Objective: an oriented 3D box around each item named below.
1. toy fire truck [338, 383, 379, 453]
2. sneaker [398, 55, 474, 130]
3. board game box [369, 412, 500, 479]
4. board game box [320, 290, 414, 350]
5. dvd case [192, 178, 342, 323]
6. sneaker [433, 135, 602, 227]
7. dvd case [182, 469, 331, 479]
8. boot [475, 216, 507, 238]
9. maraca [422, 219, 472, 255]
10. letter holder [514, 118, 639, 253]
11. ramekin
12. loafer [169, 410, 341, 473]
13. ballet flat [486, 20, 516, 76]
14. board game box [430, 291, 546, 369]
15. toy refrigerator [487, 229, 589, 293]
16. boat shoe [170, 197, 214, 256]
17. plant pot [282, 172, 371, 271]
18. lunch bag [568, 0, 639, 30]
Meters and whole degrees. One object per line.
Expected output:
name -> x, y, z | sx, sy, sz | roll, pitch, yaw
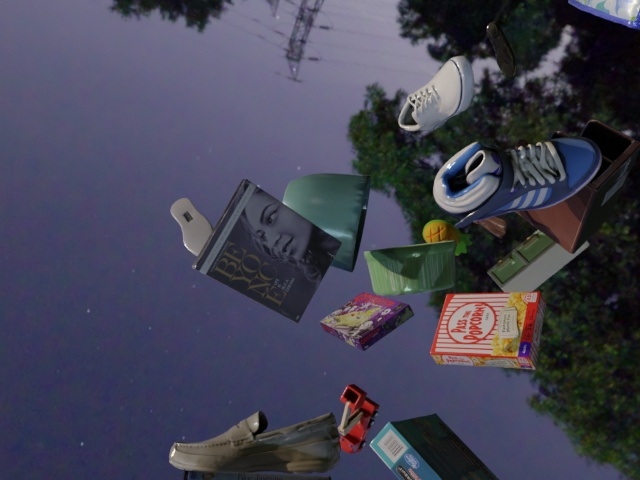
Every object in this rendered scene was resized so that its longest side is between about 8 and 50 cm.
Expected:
toy fire truck -> 0.083, 0.443, 1.433 | 0.047, 0.192, 0.135 | 27, -168, 35
sneaker -> 0.225, -0.275, 1.159 | 0.091, 0.258, 0.094 | -17, -101, -11
board game box -> 0.291, 0.546, 1.401 | 0.254, 0.079, 0.336 | 44, -169, 30
board game box -> 0.146, 0.263, 1.962 | 0.208, 0.056, 0.347 | -28, -169, -17
dvd case -> -0.081, 0.023, 0.975 | 0.221, 0.164, 0.018 | 33, 172, -31
sneaker -> 0.376, -0.132, 1.119 | 0.236, 0.323, 0.130 | 21, -128, -65
dvd case -> -0.118, 0.459, 1.056 | 0.253, 0.180, 0.022 | 5, -129, -7
boot -> 0.421, -0.067, 1.440 | 0.037, 0.106, 0.114 | -31, -130, -27
maraca -> 0.475, -0.011, 2.188 | 0.186, 0.127, 0.099 | 25, -142, 4
letter holder -> 0.570, -0.143, 1.358 | 0.152, 0.302, 0.214 | -43, -119, -10
ramekin -> 0.301, 0.091, 1.914 | 0.304, 0.148, 0.303 | -7, 179, 0
loafer -> -0.122, 0.376, 1.090 | 0.320, 0.112, 0.111 | -3, -104, 1
ballet flat -> 0.547, -0.574, 1.739 | 0.049, 0.057, 0.173 | -27, -83, -44
board game box -> 0.324, 0.172, 1.127 | 0.194, 0.045, 0.146 | -6, -135, 37
toy refrigerator -> 0.633, 0.052, 1.709 | 0.094, 0.269, 0.102 | 42, -168, -27
boat shoe -> -0.368, -0.025, 1.729 | 0.096, 0.088, 0.267 | -39, -133, -8
plant pot -> 0.009, -0.068, 1.736 | 0.235, 0.293, 0.293 | 10, -150, 7
lunch bag -> 0.342, -0.303, 0.622 | 0.096, 0.128, 0.151 | 11, -150, 5
